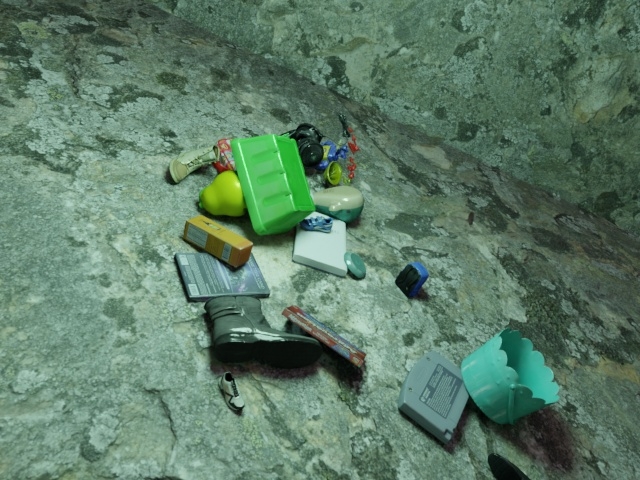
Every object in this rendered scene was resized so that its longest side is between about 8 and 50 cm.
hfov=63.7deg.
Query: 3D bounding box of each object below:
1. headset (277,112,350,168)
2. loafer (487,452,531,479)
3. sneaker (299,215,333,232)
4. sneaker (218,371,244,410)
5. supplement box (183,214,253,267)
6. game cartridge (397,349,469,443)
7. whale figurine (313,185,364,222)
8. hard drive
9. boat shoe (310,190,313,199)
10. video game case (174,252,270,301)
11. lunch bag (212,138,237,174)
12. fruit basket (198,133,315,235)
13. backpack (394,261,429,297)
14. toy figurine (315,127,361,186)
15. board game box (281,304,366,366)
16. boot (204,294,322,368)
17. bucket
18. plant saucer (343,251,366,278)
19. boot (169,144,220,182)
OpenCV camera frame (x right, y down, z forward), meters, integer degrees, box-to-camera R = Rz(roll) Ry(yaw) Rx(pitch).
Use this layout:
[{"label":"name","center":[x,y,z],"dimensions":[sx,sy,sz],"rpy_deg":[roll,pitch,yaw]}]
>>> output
[{"label":"headset","center":[-0.060,-0.458,2.348],"dimensions":[0.393,0.185,0.244],"rpy_deg":[-12,44,5]},{"label":"loafer","center":[0.553,0.677,1.476],"dimensions":[0.170,0.062,0.061],"rpy_deg":[44,16,19]},{"label":"sneaker","center":[-0.015,-0.071,2.012],"dimensions":[0.144,0.059,0.053],"rpy_deg":[4,42,-29]},{"label":"sneaker","center":[-0.230,0.392,1.340],"dimensions":[0.040,0.044,0.109],"rpy_deg":[-10,49,-44]},{"label":"supplement box","center":[-0.345,-0.001,1.724],"dimensions":[0.233,0.080,0.078],"rpy_deg":[29,27,18]},{"label":"game cartridge","center":[0.359,0.474,1.613],"dimensions":[0.196,0.060,0.294],"rpy_deg":[39,35,11]},{"label":"whale figurine","center":[0.049,-0.146,2.193],"dimensions":[0.271,0.141,0.216],"rpy_deg":[-3,27,-2]},{"label":"hard drive","center":[0.000,0.000,2.017],"dimensions":[0.210,0.040,0.319],"rpy_deg":[19,34,-12]},{"label":"boat shoe","center":[-0.122,-0.202,2.149],"dimensions":[0.108,0.102,0.301],"rpy_deg":[11,29,-35]},{"label":"video game case","center":[-0.318,0.113,1.672],"dimensions":[0.274,0.026,0.196],"rpy_deg":[1,41,-34]},{"label":"lunch bag","center":[-0.324,-0.308,2.144],"dimensions":[0.258,0.120,0.293],"rpy_deg":[0,42,-32]},{"label":"fruit basket","center":[-0.250,-0.190,1.923],"dimensions":[0.392,0.392,0.282],"rpy_deg":[39,19,19]},{"label":"backpack","center":[0.361,0.142,1.997],"dimensions":[0.101,0.120,0.098],"rpy_deg":[-13,49,-43]},{"label":"toy figurine","center":[0.033,-0.368,2.477],"dimensions":[0.217,0.191,0.363],"rpy_deg":[-3,52,30]},{"label":"board game box","center":[0.015,0.290,1.588],"dimensions":[0.281,0.027,0.145],"rpy_deg":[33,3,9]},{"label":"boot","center":[-0.164,0.252,1.517],"dimensions":[0.337,0.118,0.223],"rpy_deg":[14,29,-26]},{"label":"bucket","center":[0.602,0.440,1.652],"dimensions":[0.281,0.183,0.281],"rpy_deg":[31,34,-23]},{"label":"plant saucer","center":[0.138,0.089,1.968],"dimensions":[0.119,0.021,0.119],"rpy_deg":[37,29,-24]},{"label":"boot","center":[-0.486,-0.306,2.005],"dimensions":[0.164,0.077,0.213],"rpy_deg":[-12,30,12]}]
